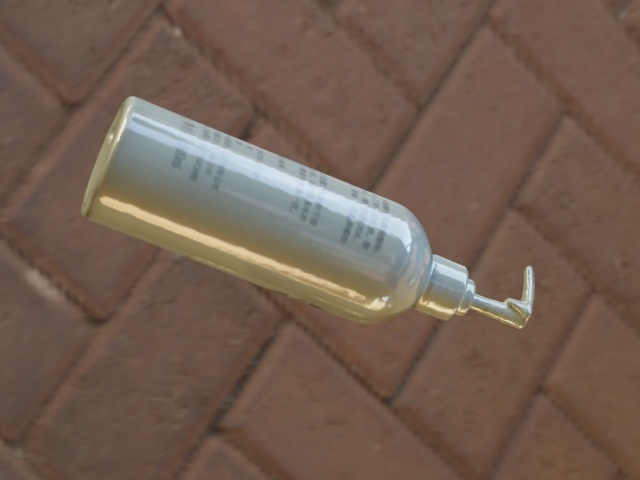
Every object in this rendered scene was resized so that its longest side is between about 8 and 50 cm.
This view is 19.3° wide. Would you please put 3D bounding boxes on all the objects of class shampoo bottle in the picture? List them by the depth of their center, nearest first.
[{"bbox_3d":[0.000,0.000,0.783,0.195,0.056,0.056,22,71,-10],"label":"shampoo bottle"}]
